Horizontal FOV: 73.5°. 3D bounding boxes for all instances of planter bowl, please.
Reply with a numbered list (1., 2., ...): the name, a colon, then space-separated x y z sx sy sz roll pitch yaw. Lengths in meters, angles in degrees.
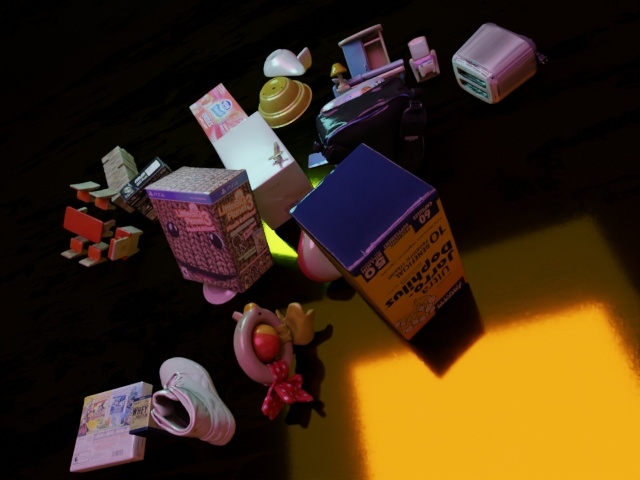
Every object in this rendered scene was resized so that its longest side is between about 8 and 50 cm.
1. planter bowl: -0.146 -0.510 1.515 0.217 0.090 0.217 -14 55 21

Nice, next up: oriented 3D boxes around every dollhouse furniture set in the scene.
1. dollhouse furniture set: 0.168 -0.516 1.184 0.286 0.198 0.303 -18 10 17
2. dollhouse furniture set: -0.745 -0.031 1.429 0.259 0.135 0.262 22 108 9

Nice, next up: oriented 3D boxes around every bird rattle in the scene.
1. bird rattle: -0.115 0.252 0.956 0.143 0.207 0.253 -21 41 38

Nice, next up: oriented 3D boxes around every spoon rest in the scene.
1. spoon rest: -0.123 -0.671 1.625 0.137 0.084 0.276 -51 38 -10

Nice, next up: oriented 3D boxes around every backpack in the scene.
1. backpack: 0.133 -0.258 1.098 0.276 0.263 0.213 -23 47 11

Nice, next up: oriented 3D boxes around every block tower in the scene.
1. block tower: -0.770 -0.242 1.676 0.097 0.091 0.335 -39 50 2

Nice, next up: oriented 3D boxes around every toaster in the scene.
1. toaster: 0.463 -0.466 1.143 0.146 0.129 0.227 -41 52 4

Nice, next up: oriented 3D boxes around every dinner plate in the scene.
1. dinner plate: -0.284 0.116 1.240 0.141 0.017 0.141 -12 57 20

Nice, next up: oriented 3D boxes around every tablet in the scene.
1. tablet: 0.002 -0.254 1.329 0.083 0.006 0.054 -13 56 22

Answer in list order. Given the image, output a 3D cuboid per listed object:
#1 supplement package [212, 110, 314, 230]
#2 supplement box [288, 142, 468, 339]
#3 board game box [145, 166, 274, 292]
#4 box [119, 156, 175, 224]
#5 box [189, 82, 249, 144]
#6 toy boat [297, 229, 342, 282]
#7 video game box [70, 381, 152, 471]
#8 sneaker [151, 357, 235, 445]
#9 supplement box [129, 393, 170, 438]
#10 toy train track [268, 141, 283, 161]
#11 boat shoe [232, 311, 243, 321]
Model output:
1. supplement package: -0.165 -0.211 1.279 0.177 0.175 0.293 -35 51 3
2. supplement box: 0.133 0.019 0.858 0.194 0.356 0.195 -44 51 -3
3. board game box: -0.286 -0.034 1.141 0.232 0.291 0.141 7 35 32
4. box: -0.571 -0.172 1.489 0.180 0.147 0.077 -44 50 -3
5. box: -0.321 -0.402 1.505 0.154 0.142 0.300 -37 51 2
6. toy boat: 0.000 0.000 1.104 0.151 0.151 0.231 -30 43 48
7. video game box: -0.544 0.487 1.122 0.205 0.048 0.187 -18 56 16
8. sneaker: -0.336 0.356 1.017 0.292 0.169 0.108 29 78 39
9. supplement box: -0.418 0.437 1.062 0.056 0.083 0.083 -19 52 15
10. toy train track: -0.117 -0.235 1.150 0.048 0.014 0.083 -25 46 18
11. boat shoe: -0.184 0.226 1.094 0.135 0.050 0.045 24 68 37
